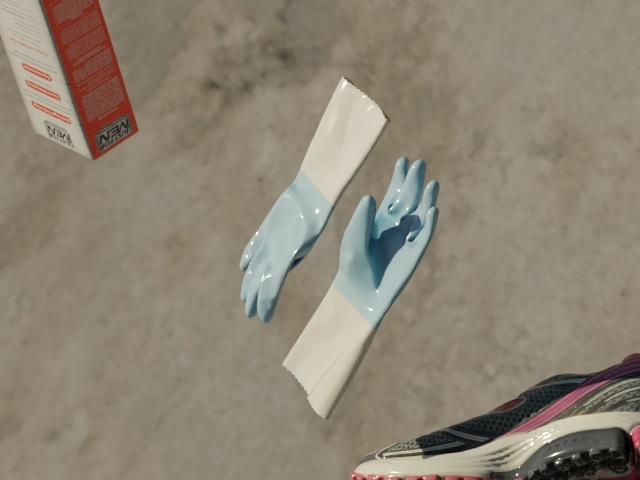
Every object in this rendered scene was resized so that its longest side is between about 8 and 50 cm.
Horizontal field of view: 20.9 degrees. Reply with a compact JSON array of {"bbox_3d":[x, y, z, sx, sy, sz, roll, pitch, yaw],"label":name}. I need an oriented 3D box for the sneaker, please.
[{"bbox_3d":[0.167,0.182,1.483,0.299,0.121,0.112,-14,45,25],"label":"sneaker"}]

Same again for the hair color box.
[{"bbox_3d":[-0.173,-0.129,1.144,0.043,0.141,0.072,-36,42,-29],"label":"hair color box"}]

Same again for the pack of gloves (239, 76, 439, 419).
[{"bbox_3d":[0.000,0.000,1.470,0.195,0.046,0.232,48,116,44],"label":"pack of gloves"}]
